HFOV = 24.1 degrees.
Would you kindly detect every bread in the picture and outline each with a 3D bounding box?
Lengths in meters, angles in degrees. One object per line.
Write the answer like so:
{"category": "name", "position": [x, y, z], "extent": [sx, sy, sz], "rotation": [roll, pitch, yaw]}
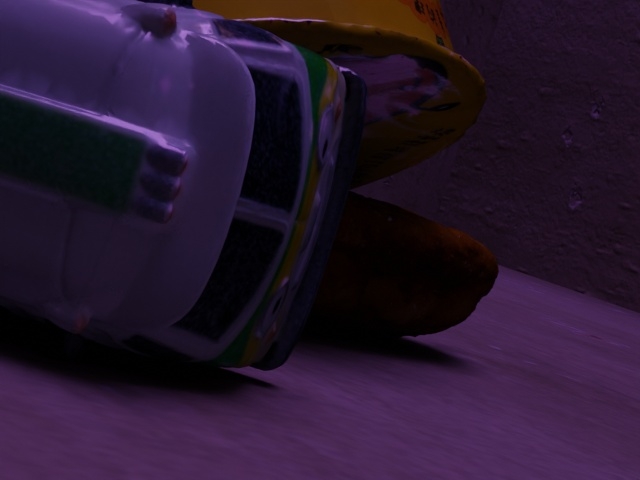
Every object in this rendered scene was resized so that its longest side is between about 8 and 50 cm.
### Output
{"category": "bread", "position": [0.012, 0.012, 0.854], "extent": [0.124, 0.084, 0.344], "rotation": [20, 3, 34]}

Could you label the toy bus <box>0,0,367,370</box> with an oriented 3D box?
{"category": "toy bus", "position": [-0.133, -0.045, 0.554], "extent": [0.276, 0.134, 0.165], "rotation": [16, 2, 9]}

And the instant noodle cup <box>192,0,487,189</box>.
{"category": "instant noodle cup", "position": [-0.088, -0.167, 0.819], "extent": [0.325, 0.254, 0.325], "rotation": [-7, -13, -2]}
